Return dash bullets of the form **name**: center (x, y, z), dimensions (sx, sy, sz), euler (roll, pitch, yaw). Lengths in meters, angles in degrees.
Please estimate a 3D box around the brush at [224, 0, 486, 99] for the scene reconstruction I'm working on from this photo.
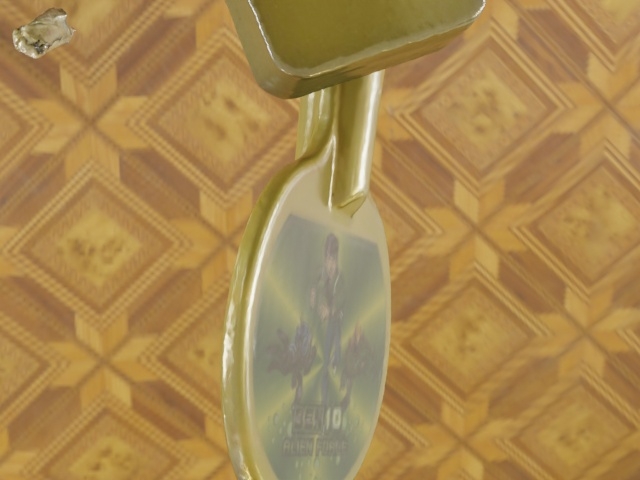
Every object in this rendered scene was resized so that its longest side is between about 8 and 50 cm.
- **brush**: center (-0.007, -0.178, 0.704), dimensions (0.123, 0.059, 0.197), euler (-20, 79, -20)

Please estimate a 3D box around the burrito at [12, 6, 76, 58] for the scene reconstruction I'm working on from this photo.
- **burrito**: center (-0.369, -0.280, 1.806), dimensions (0.051, 0.171, 0.042), euler (42, 113, -9)

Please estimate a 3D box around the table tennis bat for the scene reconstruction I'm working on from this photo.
- **table tennis bat**: center (0.000, 0.000, 0.767), dimensions (0.050, 0.198, 0.321), euler (3, 80, 25)
